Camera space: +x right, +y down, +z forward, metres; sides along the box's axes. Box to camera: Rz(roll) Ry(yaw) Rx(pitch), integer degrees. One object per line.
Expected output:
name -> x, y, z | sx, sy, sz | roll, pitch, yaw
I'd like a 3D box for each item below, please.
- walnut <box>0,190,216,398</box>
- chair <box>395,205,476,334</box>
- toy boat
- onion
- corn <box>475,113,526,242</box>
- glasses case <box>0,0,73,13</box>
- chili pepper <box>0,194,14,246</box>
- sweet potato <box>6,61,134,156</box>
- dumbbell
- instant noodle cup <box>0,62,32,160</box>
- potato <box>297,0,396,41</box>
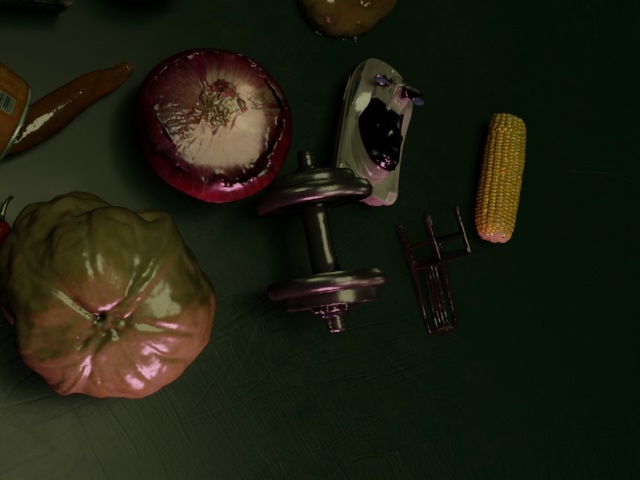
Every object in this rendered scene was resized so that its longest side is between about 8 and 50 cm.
walnut -> -0.285, 0.072, 1.258 | 0.282, 0.277, 0.253 | 8, 97, -25
chair -> 0.215, 0.057, 1.655 | 0.084, 0.101, 0.212 | -15, 87, -32
toy boat -> 0.101, -0.199, 1.624 | 0.141, 0.141, 0.269 | 25, 72, -24
onion -> -0.164, -0.172, 1.447 | 0.248, 0.161, 0.248 | 10, 61, -18
corn -> 0.336, -0.115, 1.773 | 0.081, 0.081, 0.248 | 20, 70, -26
glasses case -> -0.491, -0.363, 1.333 | 0.272, 0.095, 0.062 | -3, 82, -30
chili pepper -> -0.464, 0.021, 1.294 | 0.059, 0.050, 0.191 | 32, 72, -39
sweet potato -> -0.374, -0.197, 1.388 | 0.264, 0.057, 0.057 | -41, 101, -29
dumbbell -> 0.000, 0.000, 1.488 | 0.192, 0.192, 0.290 | -6, 84, -31
instant noodle cup -> -0.494, -0.177, 1.237 | 0.172, 0.216, 0.216 | 31, 66, -31
potato -> 0.057, -0.441, 1.681 | 0.200, 0.081, 0.164 | -23, 93, -29
